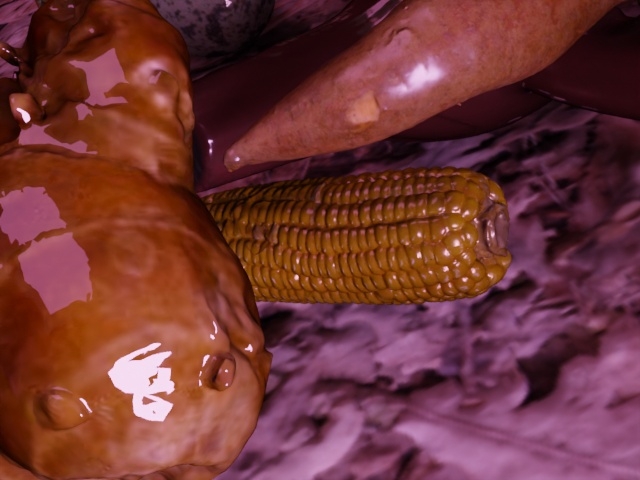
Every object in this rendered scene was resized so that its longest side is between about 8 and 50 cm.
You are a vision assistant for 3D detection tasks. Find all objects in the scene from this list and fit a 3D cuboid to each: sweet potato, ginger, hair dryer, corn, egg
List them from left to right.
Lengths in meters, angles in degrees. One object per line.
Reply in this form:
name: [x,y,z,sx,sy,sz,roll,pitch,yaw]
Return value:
ginger: [-0.174,0.018,0.582,0.357,0.152,0.274,-24,72,42]
egg: [-0.104,-0.226,0.953,0.132,0.132,0.172,-33,45,-6]
corn: [0.000,0.000,0.639,0.231,0.080,0.080,-2,42,31]
sweet potato: [0.082,-0.104,0.519,0.281,0.059,0.067,-27,33,-16]
hair dryer: [0.118,-0.080,0.579,0.312,0.123,0.340,-27,30,-30]

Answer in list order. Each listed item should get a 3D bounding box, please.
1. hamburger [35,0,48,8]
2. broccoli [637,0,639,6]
hamburger: [-0.210,-0.330,1.160,0.214,0.125,0.235,-51,25,-13]
broccoli: [0.226,-0.233,0.756,0.154,0.167,0.160,-40,51,44]
